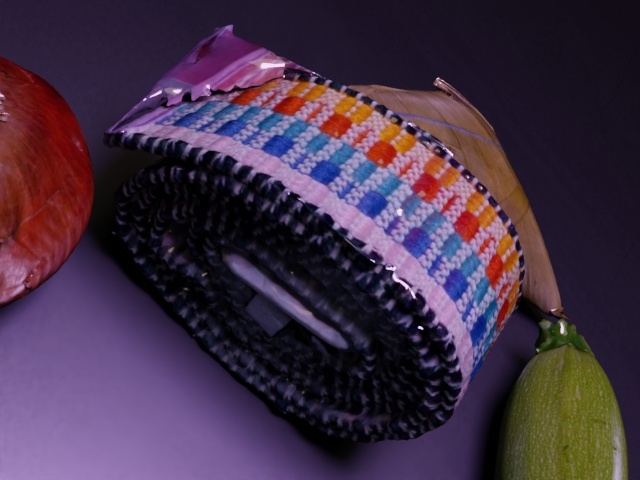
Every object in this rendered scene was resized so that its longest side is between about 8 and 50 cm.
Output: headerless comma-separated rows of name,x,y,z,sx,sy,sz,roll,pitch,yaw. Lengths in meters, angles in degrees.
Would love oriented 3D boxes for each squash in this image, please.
squash,0.177,0.225,0.728,0.107,0.107,0.395,25,46,-16

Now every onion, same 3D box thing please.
onion,-0.255,-0.065,0.627,0.230,0.163,0.230,12,52,-15

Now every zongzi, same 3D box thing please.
zongzi,0.108,-0.020,0.853,0.228,0.115,0.256,-12,71,-58

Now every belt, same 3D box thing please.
belt,0.000,0.000,0.718,0.295,0.207,0.160,33,48,13
